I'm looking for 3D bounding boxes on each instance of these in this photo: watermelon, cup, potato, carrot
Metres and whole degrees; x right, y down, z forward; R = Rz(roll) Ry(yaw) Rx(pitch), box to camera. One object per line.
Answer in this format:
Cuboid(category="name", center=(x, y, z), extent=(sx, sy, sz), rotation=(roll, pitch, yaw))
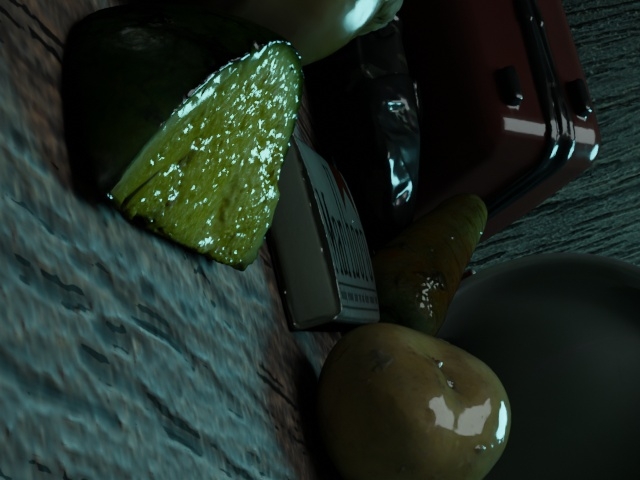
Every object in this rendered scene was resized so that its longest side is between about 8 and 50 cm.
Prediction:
Cuboid(category="watermelon", center=(-0.060, -0.052, 0.525), extent=(0.092, 0.075, 0.181), rotation=(-61, 166, 0))
Cuboid(category="cup", center=(0.175, 0.167, 1.112), extent=(0.356, 0.259, 0.274), rotation=(41, -17, 39))
Cuboid(category="potato", center=(0.052, 0.104, 0.752), extent=(0.147, 0.112, 0.112), rotation=(28, 47, -70))
Cuboid(category="carrot", center=(0.092, 0.006, 1.049), extent=(0.298, 0.078, 0.078), rotation=(-45, 121, -62))

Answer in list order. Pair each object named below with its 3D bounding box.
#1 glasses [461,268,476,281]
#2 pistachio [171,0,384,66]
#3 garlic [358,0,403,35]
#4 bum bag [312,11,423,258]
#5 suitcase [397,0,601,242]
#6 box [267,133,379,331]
Cuboid(category="glasses", center=(0.176, 0.059, 1.241), extent=(0.162, 0.255, 0.095), rotation=(78, 30, -43))
Cuboid(category="pistachio", center=(-0.023, -0.153, 0.644), extent=(0.130, 0.165, 0.210), rotation=(35, 29, -5))
Cuboid(category="garlic", center=(-0.009, -0.283, 0.991), extent=(0.279, 0.132, 0.325), rotation=(76, 6, -72))
Cuboid(category="bum bag", center=(0.037, -0.144, 1.148), extent=(0.144, 0.095, 0.340), rotation=(92, -9, -57))
Cuboid(category="suitcase", center=(0.127, -0.159, 1.269), extent=(0.236, 0.161, 0.297), rotation=(-41, -127, 48))
Cuboid(category="box", center=(0.000, 0.000, 0.825), extent=(0.177, 0.035, 0.115), rotation=(21, 53, -79))
